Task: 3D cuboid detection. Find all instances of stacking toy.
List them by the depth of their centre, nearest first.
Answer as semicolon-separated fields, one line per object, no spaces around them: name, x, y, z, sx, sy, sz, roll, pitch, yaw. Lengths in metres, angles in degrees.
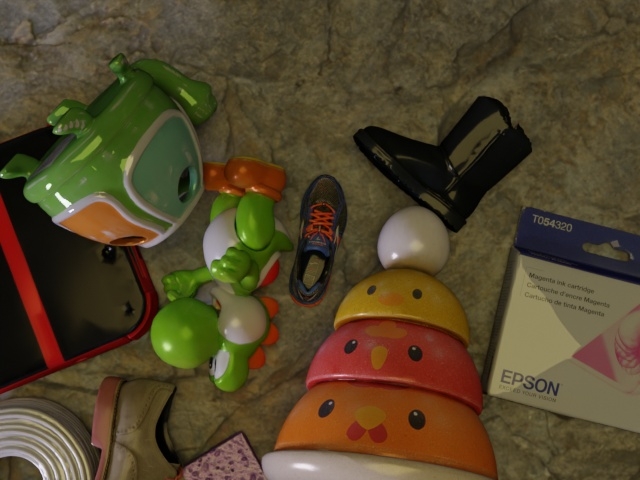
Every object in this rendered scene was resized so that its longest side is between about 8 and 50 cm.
stacking toy;0.113;0.165;1.162;0.351;0.350;0.479;8;67;-2

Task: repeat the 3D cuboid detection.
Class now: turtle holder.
turtle holder;-0.294;-0.131;1.147;0.243;0.320;0.227;-35;115;21

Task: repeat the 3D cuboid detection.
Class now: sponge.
sponge;-0.127;0.428;1.222;0.117;0.031;0.210;-29;87;-5

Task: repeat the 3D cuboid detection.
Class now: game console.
game console;-0.478;0.026;1.236;0.342;0.060;0.386;-22;86;-1

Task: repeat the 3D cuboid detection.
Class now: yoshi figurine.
yoshi figurine;-0.170;0.053;1.185;0.203;0.203;0.362;5;87;14

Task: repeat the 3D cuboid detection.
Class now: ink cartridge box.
ink cartridge box;0.460;0.133;1.257;0.324;0.071;0.330;14;86;-1

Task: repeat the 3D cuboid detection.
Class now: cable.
cable;-0.475;0.379;1.182;0.257;0.089;0.257;-21;86;-4

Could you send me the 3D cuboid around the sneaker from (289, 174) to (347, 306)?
sneaker;0.000;0.000;1.237;0.083;0.087;0.221;7;85;-3

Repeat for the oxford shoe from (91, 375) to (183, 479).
oxford shoe;-0.280;0.386;1.169;0.130;0.123;0.348;-1;85;1

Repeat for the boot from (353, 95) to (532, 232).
boot;0.205;-0.163;1.255;0.246;0.094;0.207;40;88;-6
